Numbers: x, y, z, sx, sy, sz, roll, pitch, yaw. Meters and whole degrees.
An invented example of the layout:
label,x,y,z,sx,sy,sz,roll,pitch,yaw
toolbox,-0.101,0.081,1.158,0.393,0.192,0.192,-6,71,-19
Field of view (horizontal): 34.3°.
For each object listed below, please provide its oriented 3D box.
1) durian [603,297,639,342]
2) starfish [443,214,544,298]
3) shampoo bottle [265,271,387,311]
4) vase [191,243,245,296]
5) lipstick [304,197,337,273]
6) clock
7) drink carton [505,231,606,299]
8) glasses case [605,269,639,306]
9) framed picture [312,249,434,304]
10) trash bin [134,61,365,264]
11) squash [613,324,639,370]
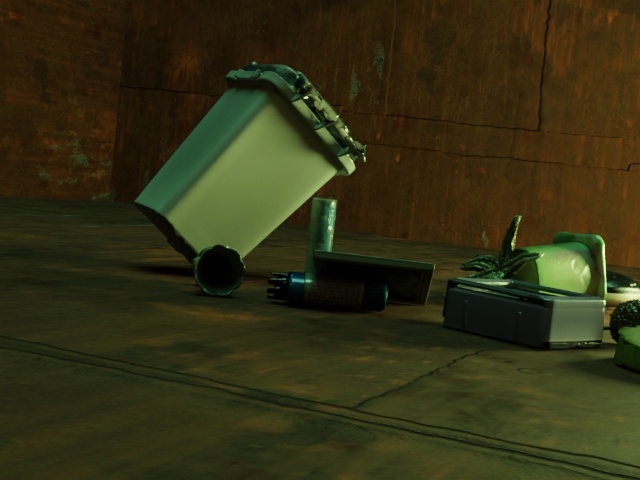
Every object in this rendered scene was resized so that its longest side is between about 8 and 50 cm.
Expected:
label,x,y,z,sx,sy,sz,roll,pitch,yaw
durian,0.454,0.121,1.505,0.091,0.080,0.080,-10,1,9
starfish,0.309,0.059,1.840,0.053,0.176,0.208,36,-49,-20
shampoo bottle,0.008,0.077,1.583,0.182,0.050,0.087,6,-1,-2
vase,-0.169,0.044,1.644,0.081,0.081,0.148,5,0,-12
lipstick,0.000,0.000,1.926,0.048,0.158,0.048,6,4,0
clock,0.287,0.102,1.479,0.144,0.073,0.193,4,5,-41
drink carton,0.418,0.064,1.886,0.142,0.144,0.146,-7,6,-26
glasses case,0.509,0.085,2.081,0.122,0.075,0.314,2,5,-29
framed picture,0.083,0.061,1.638,0.184,0.016,0.250,7,-14,4
trash bin,-0.132,-0.126,1.879,0.256,0.368,0.296,49,-14,-26
squash,0.483,0.154,1.317,0.219,0.041,0.219,7,8,-1
